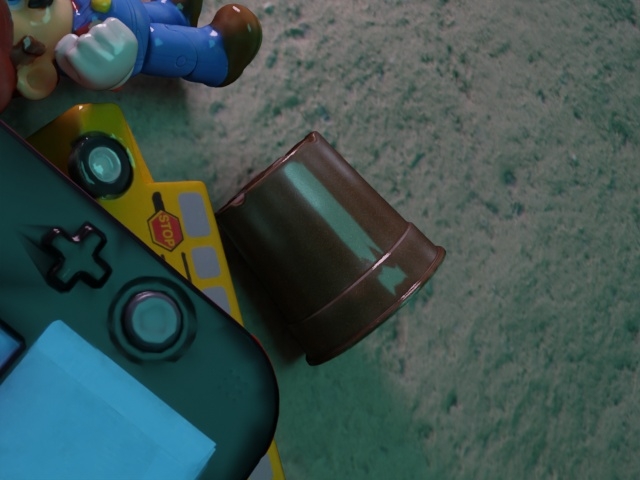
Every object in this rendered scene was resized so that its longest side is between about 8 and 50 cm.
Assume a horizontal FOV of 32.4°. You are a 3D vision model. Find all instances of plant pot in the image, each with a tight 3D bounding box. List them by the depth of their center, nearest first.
[{"bbox_3d":[0.000,0.000,1.013,0.165,0.167,0.167,50,46,-7],"label":"plant pot"}]

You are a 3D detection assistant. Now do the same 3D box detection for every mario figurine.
[{"bbox_3d":[-0.188,-0.193,0.887,0.320,0.198,0.170,-15,96,-50],"label":"mario figurine"}]

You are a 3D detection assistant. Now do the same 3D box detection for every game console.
[{"bbox_3d":[-0.239,0.137,0.695,0.342,0.060,0.386,44,65,-16],"label":"game console"}]

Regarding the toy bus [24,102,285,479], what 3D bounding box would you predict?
[{"bbox_3d":[-0.138,0.061,0.880,0.130,0.108,0.332,-8,79,-45],"label":"toy bus"}]
